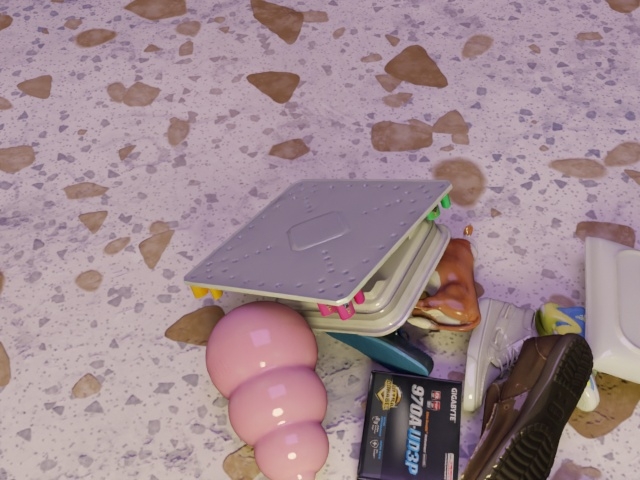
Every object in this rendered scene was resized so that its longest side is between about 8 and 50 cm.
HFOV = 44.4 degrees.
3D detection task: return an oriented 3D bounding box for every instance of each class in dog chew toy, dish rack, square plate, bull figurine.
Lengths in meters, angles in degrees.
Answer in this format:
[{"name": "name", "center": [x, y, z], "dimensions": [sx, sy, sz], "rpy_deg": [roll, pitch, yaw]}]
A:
[{"name": "dog chew toy", "center": [-0.082, 0.275, 1.394], "dimensions": [0.206, 0.207, 0.332], "rpy_deg": [-14, 59, -11]}, {"name": "dish rack", "center": [0.067, 0.052, 1.544], "dimensions": [0.332, 0.072, 0.286], "rpy_deg": [-3, 44, 45]}, {"name": "square plate", "center": [0.686, 0.150, 1.526], "dimensions": [0.347, 0.049, 0.344], "rpy_deg": [18, 48, 0]}, {"name": "bull figurine", "center": [0.238, 0.068, 1.585], "dimensions": [0.188, 0.101, 0.310], "rpy_deg": [2, 33, 1]}]

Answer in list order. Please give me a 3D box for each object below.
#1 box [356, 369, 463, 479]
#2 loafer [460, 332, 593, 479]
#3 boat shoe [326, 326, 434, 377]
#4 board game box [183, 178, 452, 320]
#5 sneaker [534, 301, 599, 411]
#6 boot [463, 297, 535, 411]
[{"name": "box", "center": [0.163, 0.349, 1.414], "dimensions": [0.175, 0.051, 0.220], "rpy_deg": [7, 49, 7]}, {"name": "loafer", "center": [0.348, 0.321, 1.382], "dimensions": [0.366, 0.134, 0.130], "rpy_deg": [-52, 29, -19]}, {"name": "boat shoe", "center": [0.113, 0.174, 1.528], "dimensions": [0.258, 0.109, 0.089], "rpy_deg": [29, 59, 21]}, {"name": "board game box", "center": [0.000, 0.000, 1.477], "dimensions": [0.389, 0.050, 0.390], "rpy_deg": [4, 35, 39]}, {"name": "sneaker", "center": [0.508, 0.210, 1.502], "dimensions": [0.126, 0.091, 0.240], "rpy_deg": [-8, 49, -7]}, {"name": "boot", "center": [0.346, 0.217, 1.493], "dimensions": [0.123, 0.095, 0.258], "rpy_deg": [8, 49, 15]}]
